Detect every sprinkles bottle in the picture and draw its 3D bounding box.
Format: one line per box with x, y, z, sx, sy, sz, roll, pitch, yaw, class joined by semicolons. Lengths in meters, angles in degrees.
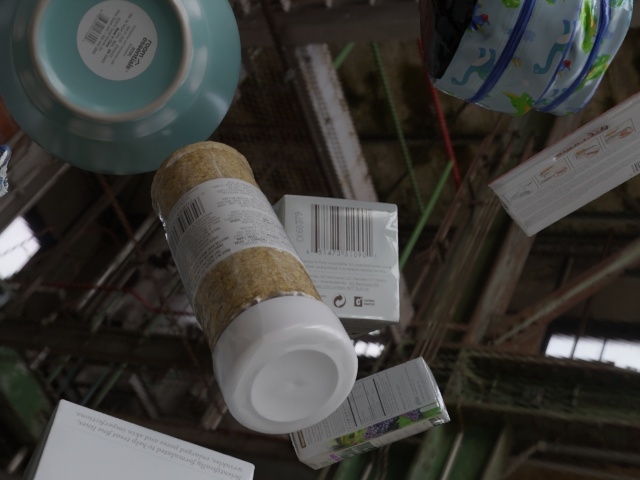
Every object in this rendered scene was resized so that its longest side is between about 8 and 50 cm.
-0.078;0.030;0.973;0.121;0.355;0.121;-11;-55;-15;sprinkles bottle

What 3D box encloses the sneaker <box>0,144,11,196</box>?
-0.588;-0.109;1.777;0.052;0.135;0.058;38;10;39;sneaker

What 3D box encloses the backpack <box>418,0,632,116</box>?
0.232;-0.299;1.189;0.273;0.355;0.290;30;-59;3;backpack

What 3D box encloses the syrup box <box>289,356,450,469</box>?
0.073;0.275;1.553;0.236;0.096;0.093;-22;-26;6;syrup box

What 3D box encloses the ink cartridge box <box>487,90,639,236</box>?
0.406;-0.140;1.527;0.296;0.066;0.261;-32;-29;13;ink cartridge box

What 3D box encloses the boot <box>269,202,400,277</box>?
-0.001;0.001;1.472;0.208;0.190;0.076;-4;-38;-27;boot

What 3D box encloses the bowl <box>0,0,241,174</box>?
-0.246;-0.228;1.174;0.311;0.311;0.163;41;0;-10;bowl

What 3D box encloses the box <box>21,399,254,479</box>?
-0.163;0.254;0.790;0.181;0.182;0.119;23;-51;-14;box

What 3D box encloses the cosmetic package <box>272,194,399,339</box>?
-0.003;0.041;1.255;0.151;0.152;0.183;4;-14;-17;cosmetic package
